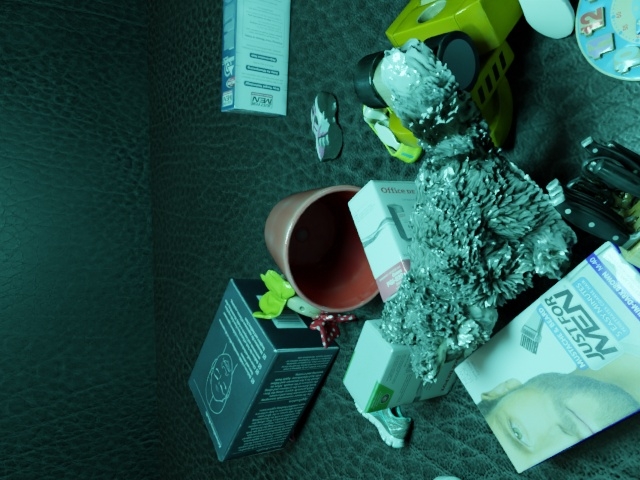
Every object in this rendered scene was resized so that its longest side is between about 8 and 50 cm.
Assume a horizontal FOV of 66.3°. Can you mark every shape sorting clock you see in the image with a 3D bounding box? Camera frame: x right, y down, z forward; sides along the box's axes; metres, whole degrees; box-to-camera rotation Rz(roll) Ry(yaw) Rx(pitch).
[{"bbox_3d":[0.440,-0.316,0.641,0.206,0.040,0.206,5,96,55],"label":"shape sorting clock"}]

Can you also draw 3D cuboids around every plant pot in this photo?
[{"bbox_3d":[0.000,0.000,1.119,0.243,0.275,0.275,23,111,62],"label":"plant pot"}]

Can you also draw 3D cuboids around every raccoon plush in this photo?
[{"bbox_3d":[0.141,-0.014,0.726,0.299,0.446,0.216,-42,10,3],"label":"raccoon plush"}]

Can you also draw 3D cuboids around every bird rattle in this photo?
[{"bbox_3d":[-0.030,0.140,1.217,0.207,0.253,0.143,-75,0,-68],"label":"bird rattle"}]

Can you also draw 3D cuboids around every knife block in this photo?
[{"bbox_3d":[0.397,-0.003,0.541,0.275,0.242,0.088,58,136,35],"label":"knife block"}]

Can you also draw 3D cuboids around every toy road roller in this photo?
[{"bbox_3d":[0.238,-0.295,0.841,0.202,0.240,0.329,13,65,55],"label":"toy road roller"}]

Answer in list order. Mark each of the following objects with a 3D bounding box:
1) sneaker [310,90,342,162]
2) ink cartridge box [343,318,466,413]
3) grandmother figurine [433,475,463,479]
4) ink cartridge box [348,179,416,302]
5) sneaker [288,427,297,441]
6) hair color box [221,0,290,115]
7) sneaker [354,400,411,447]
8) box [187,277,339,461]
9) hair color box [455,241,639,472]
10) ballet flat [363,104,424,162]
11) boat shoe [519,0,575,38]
[{"bbox_3d":[0.010,-0.283,1.252,0.077,0.072,0.178,157,115,-66],"label":"sneaker"},{"bbox_3d":[0.166,0.223,0.916,0.087,0.208,0.153,47,127,48],"label":"ink cartridge box"},{"bbox_3d":[0.267,0.606,0.886,0.208,0.104,0.342,-18,79,45],"label":"grandmother figurine"},{"bbox_3d":[0.167,-0.004,0.945,0.092,0.158,0.218,-47,55,47],"label":"ink cartridge box"},{"bbox_3d":[-0.090,0.543,1.451,0.057,0.047,0.119,13,104,32],"label":"sneaker"},{"bbox_3d":[-0.188,-0.543,1.416,0.105,0.174,0.347,11,100,55],"label":"hair color box"},{"bbox_3d":[0.143,0.380,1.098,0.166,0.065,0.076,38,105,44],"label":"sneaker"},{"bbox_3d":[-0.174,0.350,1.364,0.293,0.212,0.395,48,120,43],"label":"box"},{"bbox_3d":[0.371,0.175,0.708,0.185,0.110,0.339,61,139,31],"label":"hair color box"},{"bbox_3d":[0.137,-0.254,1.046,0.077,0.077,0.231,-59,46,39],"label":"ballet flat"},{"bbox_3d":[0.319,-0.380,0.722,0.063,0.184,0.066,-61,20,-14],"label":"boat shoe"}]
